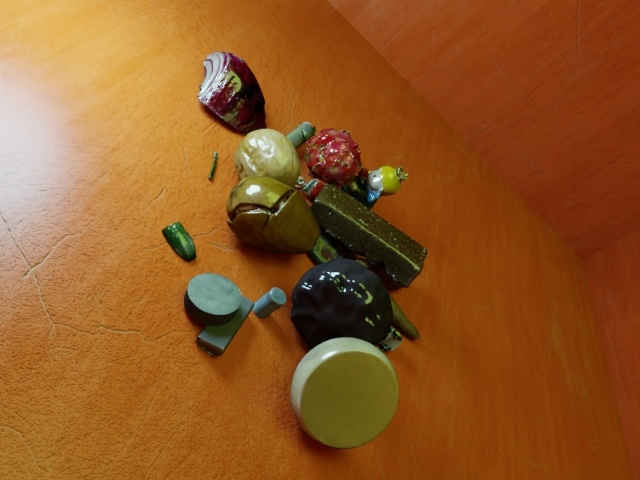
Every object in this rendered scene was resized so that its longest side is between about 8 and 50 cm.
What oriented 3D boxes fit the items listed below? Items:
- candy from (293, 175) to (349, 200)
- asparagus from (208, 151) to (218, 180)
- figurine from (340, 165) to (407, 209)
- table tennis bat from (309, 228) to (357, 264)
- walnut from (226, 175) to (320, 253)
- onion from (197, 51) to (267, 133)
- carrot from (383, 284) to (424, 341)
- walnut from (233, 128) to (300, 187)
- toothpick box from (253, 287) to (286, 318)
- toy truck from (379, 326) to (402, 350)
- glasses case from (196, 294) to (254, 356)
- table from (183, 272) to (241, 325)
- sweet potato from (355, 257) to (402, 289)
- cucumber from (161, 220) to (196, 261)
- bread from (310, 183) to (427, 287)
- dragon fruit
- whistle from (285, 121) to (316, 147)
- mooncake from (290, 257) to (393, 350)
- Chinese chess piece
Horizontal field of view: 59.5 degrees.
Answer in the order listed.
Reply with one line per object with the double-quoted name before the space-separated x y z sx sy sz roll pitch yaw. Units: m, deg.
"candy" 0.027 -0.152 1.961 0.292 0.059 0.086 27 82 -26
"asparagus" -0.322 -0.227 1.687 0.018 0.015 0.127 31 38 -29
"figurine" 0.193 -0.225 2.084 0.185 0.234 0.127 54 38 5
"table tennis bat" 0.000 0.000 1.828 0.329 0.044 0.215 37 38 -23
"walnut" -0.119 -0.058 1.608 0.336 0.209 0.208 30 39 -41
"onion" -0.269 -0.518 1.911 0.280 0.146 0.314 28 36 -36
"carrot" 0.252 0.247 1.864 0.298 0.078 0.078 46 34 -14
"walnut" -0.161 -0.231 1.715 0.195 0.195 0.221 -1 59 -49
"toothpick box" -0.135 0.165 1.475 0.052 0.083 0.052 30 39 -28
"toy truck" 0.202 0.289 1.764 0.111 0.076 0.077 41 18 -11
"glasses case" -0.231 0.200 1.370 0.072 0.042 0.190 35 36 -3
"table" -0.261 0.141 1.354 0.134 0.043 0.133 18 37 -14
"sweet potato" 0.231 0.120 1.932 0.355 0.095 0.106 5 99 -44
"cucumber" -0.349 0.001 1.428 0.107 0.035 0.067 54 33 2
"bread" 0.149 -0.021 1.830 0.417 0.113 0.165 36 30 1
"dragon fruit" 0.042 -0.306 2.023 0.205 0.210 0.268 26 10 -26
"whistle" -0.102 -0.362 2.032 0.068 0.057 0.326 10 29 19
"mooncake" 0.049 0.193 1.491 0.283 0.283 0.141 52 34 2
"Chinese chess piece" 0.061 0.370 1.364 0.273 0.273 0.102 41 -4 -15
